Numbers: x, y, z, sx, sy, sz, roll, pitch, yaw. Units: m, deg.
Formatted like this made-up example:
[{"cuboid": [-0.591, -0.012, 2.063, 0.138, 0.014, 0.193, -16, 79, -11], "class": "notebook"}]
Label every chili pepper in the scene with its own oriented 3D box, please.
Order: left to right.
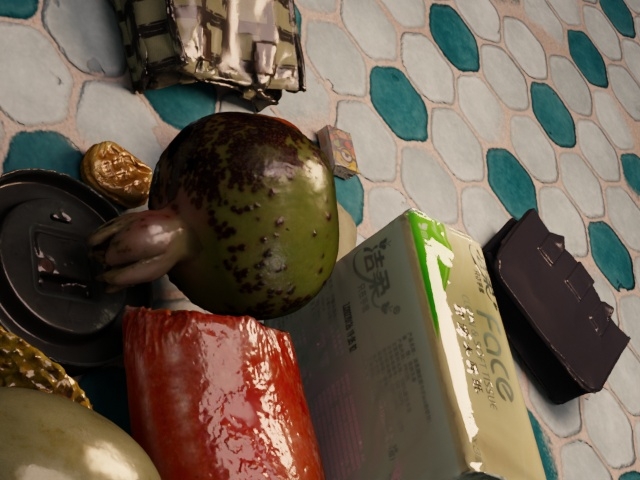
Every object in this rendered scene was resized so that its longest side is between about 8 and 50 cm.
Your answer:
[{"cuboid": [-0.113, 0.218, 1.612, 0.251, 0.229, 0.305, -2, 79, -33], "class": "chili pepper"}]

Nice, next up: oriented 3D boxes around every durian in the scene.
[{"cuboid": [-0.350, 0.168, 1.495, 0.132, 0.165, 0.182, -104, -176, -58], "class": "durian"}]

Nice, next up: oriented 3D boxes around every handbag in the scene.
[{"cuboid": [-0.179, -0.382, 2.062, 0.325, 0.162, 0.327, 3, 68, -46], "class": "handbag"}, {"cuboid": [0.428, 0.118, 2.443, 0.325, 0.118, 0.269, 55, 43, -6], "class": "handbag"}]

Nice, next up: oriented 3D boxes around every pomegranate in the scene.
[{"cuboid": [-0.146, -0.022, 1.698, 0.341, 0.285, 0.285, -14, 75, -33], "class": "pomegranate"}]

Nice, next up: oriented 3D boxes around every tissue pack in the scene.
[{"cuboid": [0.030, -0.151, 2.239, 0.063, 0.035, 0.083, 18, 50, -41], "class": "tissue pack"}, {"cuboid": [0.106, 0.220, 1.787, 0.205, 0.332, 0.404, 23, 44, -38], "class": "tissue pack"}]

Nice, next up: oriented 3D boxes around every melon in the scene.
[{"cuboid": [-0.309, 0.279, 1.343, 0.308, 0.272, 0.271, -5, 65, -19], "class": "melon"}]

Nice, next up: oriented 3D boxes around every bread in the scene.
[{"cuboid": [-0.284, -0.089, 1.822, 0.111, 0.044, 0.083, 33, 46, -28], "class": "bread"}]

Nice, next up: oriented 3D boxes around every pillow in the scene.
[{"cuboid": [0.000, 0.000, 2.062, 0.134, 0.078, 0.181, 43, 35, -24], "class": "pillow"}]

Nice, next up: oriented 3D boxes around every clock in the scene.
[{"cuboid": [-0.339, 0.041, 1.654, 0.281, 0.055, 0.280, 29, 45, -33], "class": "clock"}]

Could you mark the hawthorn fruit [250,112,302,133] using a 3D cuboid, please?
[{"cuboid": [-0.078, -0.088, 1.958, 0.202, 0.185, 0.185, 46, 32, -52], "class": "hawthorn fruit"}]
